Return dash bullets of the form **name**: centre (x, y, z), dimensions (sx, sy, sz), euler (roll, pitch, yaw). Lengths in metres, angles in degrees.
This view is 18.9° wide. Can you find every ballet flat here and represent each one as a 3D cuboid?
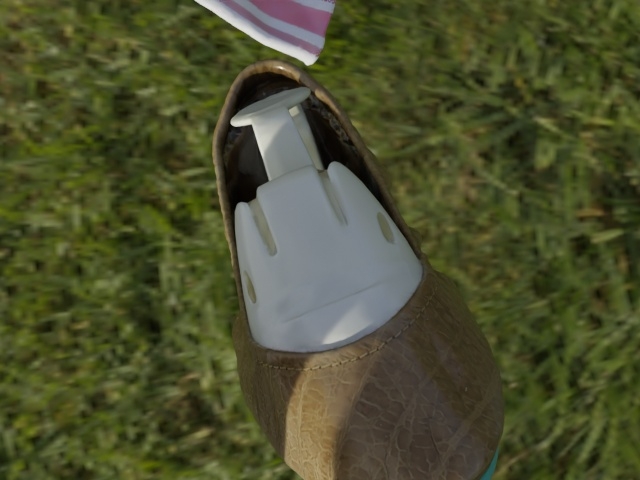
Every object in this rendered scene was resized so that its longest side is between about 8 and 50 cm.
- **ballet flat**: centre (0.000, 0.000, 0.929), dimensions (0.116, 0.342, 0.124), euler (-20, 118, 3)

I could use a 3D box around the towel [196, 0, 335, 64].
- **towel**: centre (-0.035, -0.227, 1.241), dimensions (0.029, 0.144, 0.197), euler (-26, 42, 57)
